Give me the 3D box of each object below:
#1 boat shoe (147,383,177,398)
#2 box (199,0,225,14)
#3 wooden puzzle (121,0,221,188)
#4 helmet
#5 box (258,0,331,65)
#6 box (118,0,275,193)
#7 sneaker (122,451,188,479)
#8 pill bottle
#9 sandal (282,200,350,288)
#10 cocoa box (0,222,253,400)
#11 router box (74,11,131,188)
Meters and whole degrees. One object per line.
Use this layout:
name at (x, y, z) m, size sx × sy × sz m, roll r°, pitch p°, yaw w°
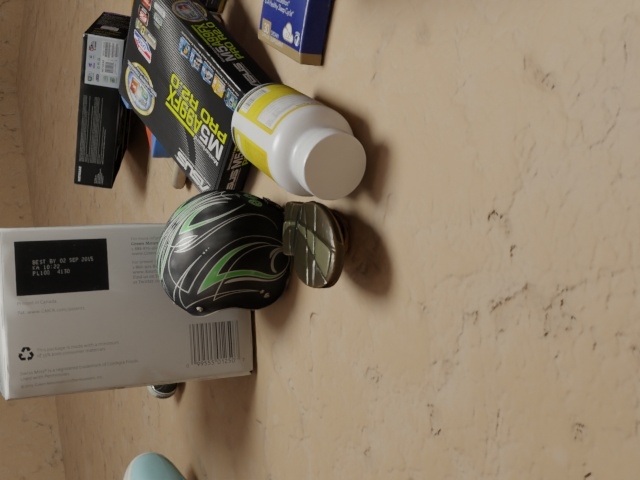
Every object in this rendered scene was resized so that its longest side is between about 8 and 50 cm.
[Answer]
boat shoe at (-0.318, 0.193, 1.498) m, size 0.219 × 0.078 × 0.070 m, roll 59°, pitch 142°, yaw 30°
box at (-0.166, -0.547, 1.162) m, size 0.322 × 0.079 × 0.257 m, roll -58°, pitch 45°, yaw 47°
wooden puzzle at (-0.286, -0.314, 1.398) m, size 0.347 × 0.081 × 0.322 m, roll 60°, pitch 142°, yaw 43°
helmet at (-0.134, 0.016, 1.034) m, size 0.169 × 0.162 × 0.169 m, roll 5°, pitch 96°, yaw 62°
box at (-0.021, -0.338, 0.940) m, size 0.136 × 0.037 × 0.225 m, roll 45°, pitch 129°, yaw 53°
box at (-0.187, -0.219, 1.133) m, size 0.270 × 0.060 × 0.216 m, roll 50°, pitch 139°, yaw 21°
sneaker at (-0.212, 0.478, 1.264) m, size 0.366 × 0.135 × 0.150 m, roll 55°, pitch 131°, yaw 33°
pill bottle at (-0.024, -0.110, 0.883) m, size 0.184 × 0.103 × 0.103 m, roll 42°, pitch 127°, yaw 54°
sandal at (0.000, 0.000, 0.900) m, size 0.219 × 0.060 × 0.089 m, roll -154°, pitch 71°, yaw -75°
cocoa box at (-0.303, 0.095, 1.163) m, size 0.228 × 0.347 × 0.231 m, roll -9°, pitch 84°, yaw 63°
router box at (-0.440, -0.294, 1.616) m, size 0.243 × 0.081 × 0.308 m, roll -103°, pitch 23°, yaw -64°
